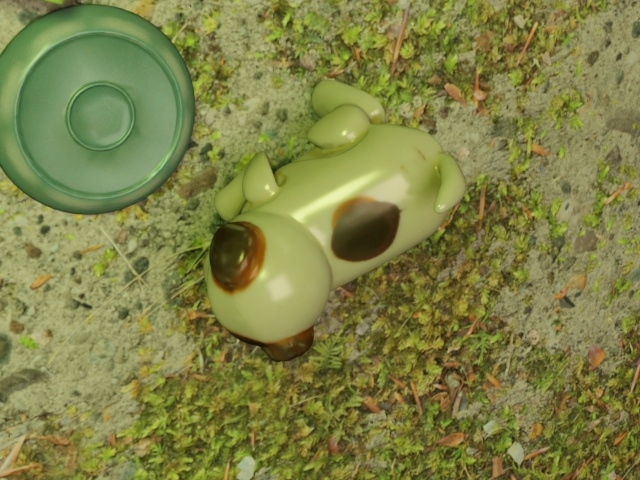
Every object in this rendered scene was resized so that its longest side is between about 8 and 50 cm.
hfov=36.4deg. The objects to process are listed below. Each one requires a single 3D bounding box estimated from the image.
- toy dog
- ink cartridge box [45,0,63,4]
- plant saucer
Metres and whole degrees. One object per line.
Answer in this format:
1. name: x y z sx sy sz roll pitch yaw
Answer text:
1. toy dog: 0.000 0.000 1.497 0.408 0.395 0.284 -41 130 -23
2. ink cartridge box: -0.417 -0.461 1.277 0.188 0.097 0.255 8 102 -31
3. plant saucer: -0.329 -0.186 1.440 0.317 0.043 0.318 -9 111 -25
